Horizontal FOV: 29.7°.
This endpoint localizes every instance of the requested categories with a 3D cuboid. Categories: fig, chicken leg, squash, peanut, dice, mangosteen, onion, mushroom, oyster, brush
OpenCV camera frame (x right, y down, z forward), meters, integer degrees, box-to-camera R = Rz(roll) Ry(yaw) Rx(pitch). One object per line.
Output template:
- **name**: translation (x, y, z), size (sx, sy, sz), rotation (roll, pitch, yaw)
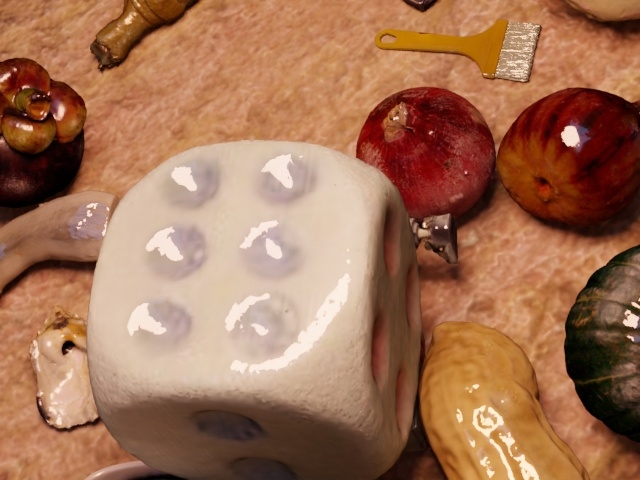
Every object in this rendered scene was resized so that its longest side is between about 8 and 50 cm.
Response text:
- **fig**: translation (0.292, -0.106, 1.309), size (0.148, 0.149, 0.202), rotation (43, 96, -16)
- **chicken leg**: translation (-0.227, -0.322, 1.587), size (0.227, 0.103, 0.088), rotation (-44, 77, -4)
- **squash**: translation (0.348, 0.100, 1.183), size (0.218, 0.172, 0.218), rotation (0, 61, 1)
- **peanut**: translation (0.179, 0.210, 1.196), size (0.147, 0.147, 0.305), rotation (-25, 62, 2)
- **dice**: translation (-0.053, 0.079, 1.157), size (0.264, 0.262, 0.268), rotation (0, 60, 16)
- **mangosteen**: translation (-0.377, -0.140, 1.466), size (0.194, 0.230, 0.194), rotation (10, 62, -20)
- **onion**: translation (0.108, -0.104, 1.337), size (0.159, 0.195, 0.159), rotation (-9, 67, 21)
- **mushroom**: translation (-0.343, 0.005, 1.468), size (0.223, 0.081, 0.092), rotation (-19, 84, 4)
- **oyster**: translation (-0.295, 0.151, 1.406), size (0.146, 0.045, 0.121), rotation (31, 73, 18)
- **brush**: translation (0.164, -0.242, 1.493), size (0.205, 0.011, 0.083), rotation (9, 69, 20)

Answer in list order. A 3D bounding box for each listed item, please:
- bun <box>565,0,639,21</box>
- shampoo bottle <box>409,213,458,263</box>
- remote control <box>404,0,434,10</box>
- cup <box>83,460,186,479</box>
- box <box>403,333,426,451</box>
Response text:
- **bun**: translation (0.340, -0.376, 1.437), size (0.287, 0.146, 0.287), rotation (0, 62, -1)
- **shampoo bottle**: translation (0.000, -0.001, 1.345), size (0.309, 0.098, 0.071), rotation (-5, 47, 20)
- **remote control**: translation (0.181, -0.377, 1.545), size (0.212, 0.028, 0.059), rotation (-45, 58, -9)
- **cup**: translation (-0.201, 0.338, 1.209), size (0.257, 0.219, 0.290), rotation (-2, 37, 15)
- **box**: translation (-0.020, 0.162, 1.306), size (0.269, 0.079, 0.135), rotation (-4, 63, 13)
